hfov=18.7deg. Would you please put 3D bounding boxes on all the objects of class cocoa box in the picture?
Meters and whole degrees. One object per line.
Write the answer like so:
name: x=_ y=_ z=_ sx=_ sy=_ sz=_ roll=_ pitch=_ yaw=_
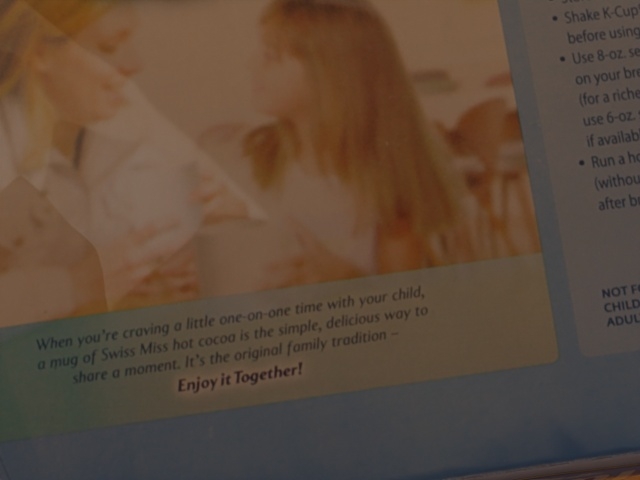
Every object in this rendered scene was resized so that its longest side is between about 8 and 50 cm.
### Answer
cocoa box: x=0.000 y=0.000 z=0.771 sx=0.228 sy=0.347 sz=0.231 roll=104 pitch=158 yaw=-77
